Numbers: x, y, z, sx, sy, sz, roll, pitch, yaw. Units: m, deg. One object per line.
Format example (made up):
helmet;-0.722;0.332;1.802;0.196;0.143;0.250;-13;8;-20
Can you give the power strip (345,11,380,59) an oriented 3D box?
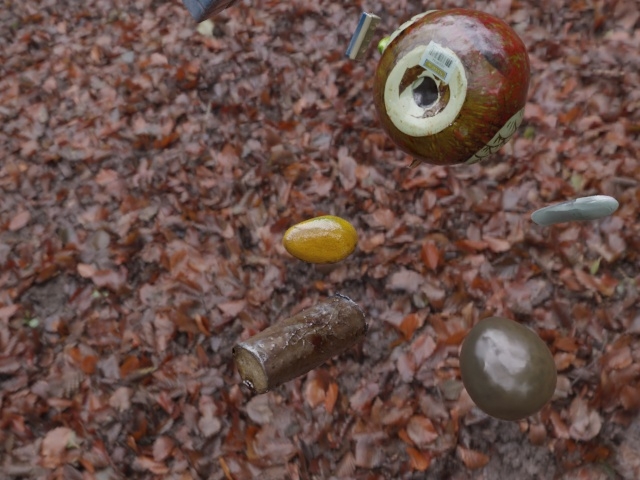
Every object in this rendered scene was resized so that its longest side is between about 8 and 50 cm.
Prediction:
power strip;0.109;-0.527;1.728;0.032;0.123;0.056;35;27;19

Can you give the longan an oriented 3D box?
longan;0.446;0.301;1.593;0.248;0.248;0.248;-6;47;6

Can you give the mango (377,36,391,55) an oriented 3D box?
mango;0.199;-0.516;1.795;0.108;0.056;0.073;-14;65;-38

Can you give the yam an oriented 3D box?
yam;-0.041;0.206;1.334;0.279;0.131;0.131;-22;44;-40

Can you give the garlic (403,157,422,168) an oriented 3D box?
garlic;0.196;-0.254;1.285;0.128;0.115;0.207;-6;82;23

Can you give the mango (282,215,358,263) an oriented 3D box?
mango;0.000;0.000;0.998;0.114;0.079;0.057;-1;37;-10

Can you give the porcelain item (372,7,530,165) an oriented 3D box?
porcelain item;0.216;-0.239;1.036;0.252;0.253;0.253;-6;47;6

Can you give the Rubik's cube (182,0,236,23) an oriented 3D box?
Rubik's cube;-0.188;-0.740;1.463;0.343;0.337;0.344;-38;13;-24

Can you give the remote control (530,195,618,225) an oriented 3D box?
remote control;0.706;-0.076;1.862;0.256;0.097;0.045;-16;53;54
